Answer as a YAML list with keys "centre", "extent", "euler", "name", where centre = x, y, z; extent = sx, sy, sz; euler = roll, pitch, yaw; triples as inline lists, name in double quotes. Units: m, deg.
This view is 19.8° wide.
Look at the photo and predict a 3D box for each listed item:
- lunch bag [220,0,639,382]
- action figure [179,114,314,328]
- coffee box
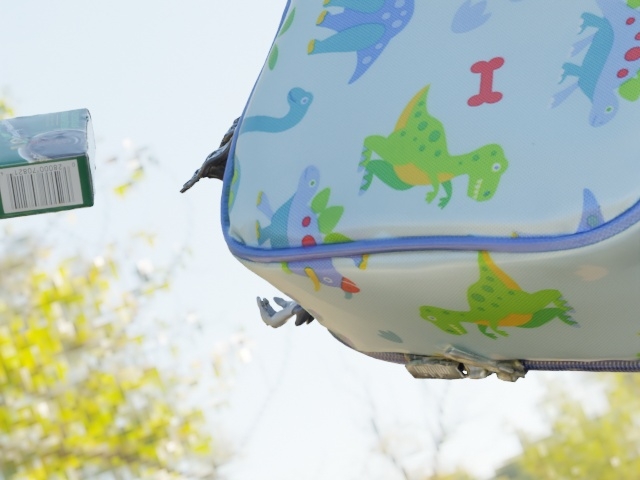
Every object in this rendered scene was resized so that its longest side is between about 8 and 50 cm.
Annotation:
- centre: [0.077, -0.065, 0.560]
  extent: [0.176, 0.219, 0.090]
  euler: [-3, -34, 40]
  name: "lunch bag"
- centre: [0.000, 0.000, 1.778]
  extent: [0.141, 0.276, 0.164]
  euler: [-43, 10, 34]
  name: "action figure"
- centre: [-0.239, -0.044, 1.194]
  extent: [0.184, 0.040, 0.113]
  euler: [-8, 20, -3]
  name: "coffee box"
